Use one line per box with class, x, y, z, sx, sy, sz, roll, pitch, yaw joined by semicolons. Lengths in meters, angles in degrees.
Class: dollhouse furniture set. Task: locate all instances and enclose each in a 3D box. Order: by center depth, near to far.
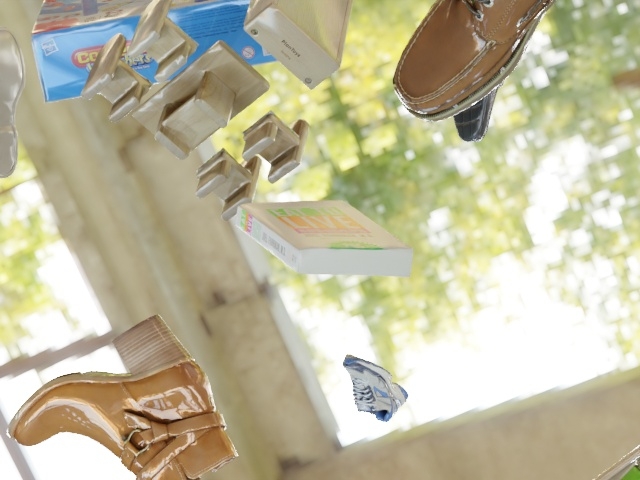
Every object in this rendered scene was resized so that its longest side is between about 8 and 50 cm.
dollhouse furniture set;-0.088;-0.188;1.875;0.242;0.212;0.161;-36;-155;30

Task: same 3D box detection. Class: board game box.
board game box;-0.177;-0.276;2.144;0.308;0.086;0.302;-10;-157;1

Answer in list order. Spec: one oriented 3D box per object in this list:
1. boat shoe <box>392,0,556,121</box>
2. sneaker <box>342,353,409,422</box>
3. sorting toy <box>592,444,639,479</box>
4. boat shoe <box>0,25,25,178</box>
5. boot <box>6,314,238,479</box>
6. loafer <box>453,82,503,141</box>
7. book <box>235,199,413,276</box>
boat shoe;0.169;-0.247;1.723;0.307;0.110;0.104;-48;153;15
sneaker;0.065;0.192;2.268;0.052;0.135;0.058;17;-109;42
sorting toy;0.311;0.326;2.062;0.208;0.038;0.193;-17;143;-47
boat shoe;-0.447;-0.185;2.403;0.065;0.206;0.075;-1;176;43
boot;-0.180;0.178;1.609;0.197;0.152;0.073;-34;171;21
loafer;0.207;-0.201;2.235;0.061;0.170;0.062;17;166;-38
book;0.000;0.000;1.421;0.096;0.035;0.144;1;-166;-23
